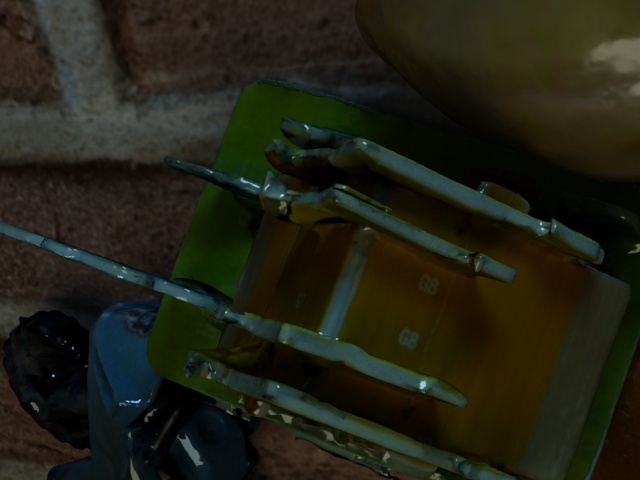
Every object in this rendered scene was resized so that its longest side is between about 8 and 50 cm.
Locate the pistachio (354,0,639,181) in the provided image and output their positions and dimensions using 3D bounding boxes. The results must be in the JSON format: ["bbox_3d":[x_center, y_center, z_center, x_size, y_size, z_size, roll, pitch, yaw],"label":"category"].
[{"bbox_3d":[0.149,-0.113,0.836,0.260,0.163,0.213,6,142,47],"label":"pistachio"}]

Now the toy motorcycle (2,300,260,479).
[{"bbox_3d":[-0.099,0.207,1.182,0.416,0.172,0.232,52,137,-1],"label":"toy motorcycle"}]

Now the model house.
[{"bbox_3d":[0.000,0.000,0.849,0.357,0.243,0.313,20,174,22],"label":"model house"}]

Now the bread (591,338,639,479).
[{"bbox_3d":[0.275,0.115,0.954,0.184,0.110,0.234,49,131,-8],"label":"bread"}]
